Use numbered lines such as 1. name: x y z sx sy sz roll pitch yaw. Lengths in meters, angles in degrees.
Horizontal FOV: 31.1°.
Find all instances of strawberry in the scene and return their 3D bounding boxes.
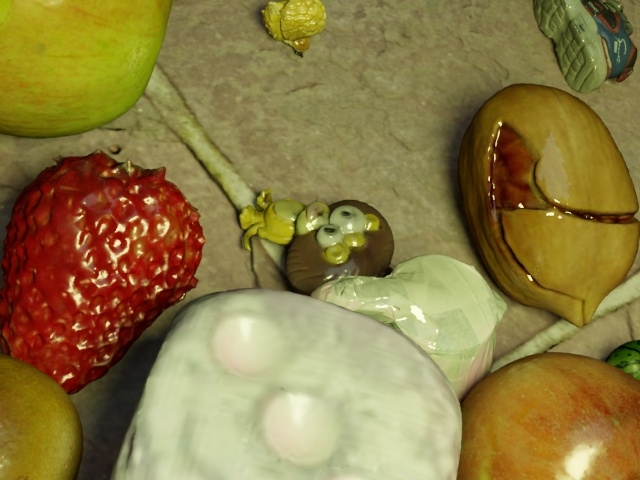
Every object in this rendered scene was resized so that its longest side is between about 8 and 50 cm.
1. strawberry: -0.237 0.040 1.173 0.205 0.205 0.244 20 74 -1

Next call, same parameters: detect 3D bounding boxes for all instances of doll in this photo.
1. doll: -0.006 0.005 1.298 0.188 0.096 0.145 11 45 5

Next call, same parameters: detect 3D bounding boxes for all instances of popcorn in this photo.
1. popcorn: -0.032 -0.279 1.508 0.084 0.084 0.084 8 54 -11

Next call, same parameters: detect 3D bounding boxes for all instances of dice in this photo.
1. dice: -0.043 0.222 1.018 0.271 0.270 0.270 18 52 -3

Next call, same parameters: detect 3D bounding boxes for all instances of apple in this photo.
1. apple: 0.244 0.231 1.126 0.254 0.253 0.253 8 54 -11
2. apple: -0.316 -0.274 1.259 0.340 0.339 0.339 8 54 -11

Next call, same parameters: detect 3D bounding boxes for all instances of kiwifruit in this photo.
1. kiwifruit: -0.318 0.212 1.001 0.196 0.196 0.234 24 52 2

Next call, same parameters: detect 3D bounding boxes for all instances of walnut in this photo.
1. walnut: 0.270 -0.042 1.347 0.203 0.203 0.297 -11 76 -22

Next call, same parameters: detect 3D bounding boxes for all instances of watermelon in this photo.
1. watermelon: 0.360 0.157 1.282 0.109 0.109 0.109 8 54 -11

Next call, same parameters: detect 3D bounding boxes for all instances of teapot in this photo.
1. teapot: 0.082 0.087 1.207 0.222 0.178 0.163 24 52 3

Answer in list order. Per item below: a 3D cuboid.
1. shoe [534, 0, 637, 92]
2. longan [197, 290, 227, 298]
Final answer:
1. shoe: 0.386 -0.312 1.622 0.126 0.099 0.227 -8 63 -12
2. longan: -0.099 0.106 1.195 0.113 0.092 0.113 17 43 -17
